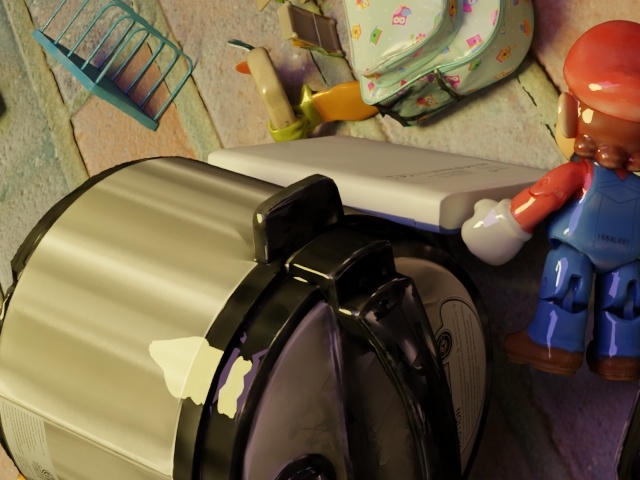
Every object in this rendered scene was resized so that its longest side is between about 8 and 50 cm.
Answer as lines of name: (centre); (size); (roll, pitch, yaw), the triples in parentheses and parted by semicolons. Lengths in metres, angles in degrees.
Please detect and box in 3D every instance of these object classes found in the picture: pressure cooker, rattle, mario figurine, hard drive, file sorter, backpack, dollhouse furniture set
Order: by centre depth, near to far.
pressure cooker: (-0.047, 0.139, 1.559); (0.420, 0.370, 0.375); (18, 80, 41)
mario figurine: (0.250, -0.041, 1.579); (0.170, 0.198, 0.320); (11, 93, 36)
hard drive: (0.070, -0.060, 1.733); (0.319, 0.210, 0.040); (13, 106, 44)
backpack: (0.121, -0.230, 1.810); (0.188, 0.144, 0.165); (-19, 61, 22)
rattle: (-0.021, -0.192, 1.973); (0.143, 0.130, 0.199); (-37, 23, 9)
dollhouse furniture set: (-0.031, -0.261, 2.014); (0.058, 0.076, 0.151); (-43, 45, 36)
file sorter: (-0.256, -0.237, 2.167); (0.104, 0.118, 0.170); (-53, 46, 6)

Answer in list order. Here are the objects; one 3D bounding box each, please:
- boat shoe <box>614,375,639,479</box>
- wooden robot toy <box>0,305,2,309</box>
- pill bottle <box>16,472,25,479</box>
boat shoe: (0.320, 0.126, 1.515); (0.078, 0.070, 0.219); (15, 81, 44)
wooden robot toy: (-0.394, 0.166, 2.157); (0.079, 0.076, 0.173); (4, 69, 6)
pill bottle: (-0.203, 0.169, 1.838); (0.162, 0.162, 0.278); (14, 80, 44)
